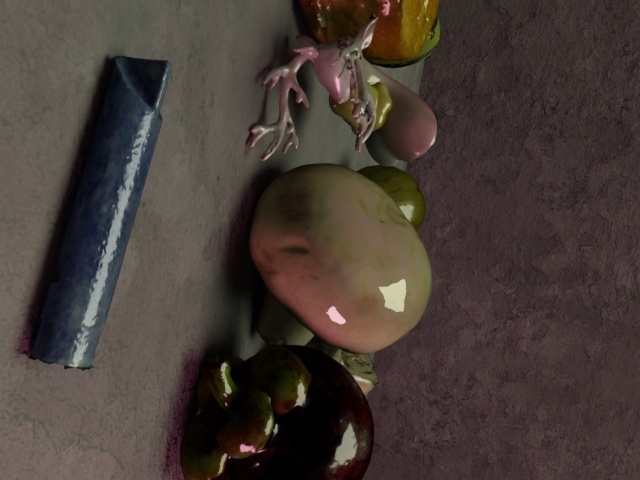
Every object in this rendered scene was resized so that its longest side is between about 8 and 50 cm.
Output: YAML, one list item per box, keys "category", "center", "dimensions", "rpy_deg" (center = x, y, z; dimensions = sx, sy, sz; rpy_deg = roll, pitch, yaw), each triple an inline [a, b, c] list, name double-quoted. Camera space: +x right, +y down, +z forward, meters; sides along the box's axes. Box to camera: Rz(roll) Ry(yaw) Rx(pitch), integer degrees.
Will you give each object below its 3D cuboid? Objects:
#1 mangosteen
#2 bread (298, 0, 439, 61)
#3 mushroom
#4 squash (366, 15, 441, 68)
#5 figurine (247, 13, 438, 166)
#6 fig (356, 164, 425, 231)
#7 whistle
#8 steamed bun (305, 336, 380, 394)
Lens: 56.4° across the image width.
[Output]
- category: "mangosteen"
  center: [-0.062, 0.306, 0.971]
  dimensions: [0.311, 0.311, 0.311]
  rpy_deg: [11, 90, -76]
- category: "bread"
  center: [0.100, -0.518, 1.099]
  dimensions: [0.398, 0.215, 0.398]
  rpy_deg: [15, 90, -72]
- category: "mushroom"
  center: [0.036, 0.035, 1.076]
  dimensions: [0.325, 0.353, 0.353]
  rpy_deg: [-53, 155, -26]
- category: "squash"
  center: [0.183, -0.521, 1.411]
  dimensions: [0.133, 0.220, 0.220]
  rpy_deg: [83, 23, -59]
- category: "figurine"
  center: [0.060, -0.231, 1.009]
  dimensions: [0.315, 0.206, 0.284]
  rpy_deg: [29, 59, -40]
- category: "fig"
  center: [0.143, -0.089, 1.601]
  dimensions: [0.271, 0.239, 0.240]
  rpy_deg: [2, 101, -45]
- category: "whistle"
  center: [-0.205, -0.032, 0.573]
  dimensions: [0.062, 0.062, 0.304]
  rpy_deg: [42, 60, -74]
- category: "steamed bun"
  center: [-0.034, 0.308, 1.260]
  dimensions: [0.280, 0.207, 0.268]
  rpy_deg: [-39, 164, -16]
